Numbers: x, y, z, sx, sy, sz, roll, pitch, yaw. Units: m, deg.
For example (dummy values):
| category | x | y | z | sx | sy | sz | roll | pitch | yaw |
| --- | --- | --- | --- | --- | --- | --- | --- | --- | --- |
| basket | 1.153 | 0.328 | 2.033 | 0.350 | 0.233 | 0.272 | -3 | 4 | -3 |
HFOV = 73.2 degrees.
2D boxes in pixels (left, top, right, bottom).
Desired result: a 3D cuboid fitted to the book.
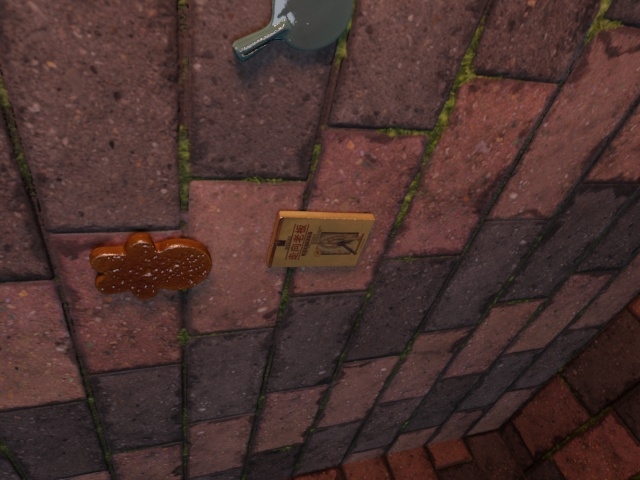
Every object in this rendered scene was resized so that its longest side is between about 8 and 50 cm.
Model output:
| category | x | y | z | sx | sy | sz | roll | pitch | yaw |
| --- | --- | --- | --- | --- | --- | --- | --- | --- | --- |
| book | 0.000 | 0.000 | 1.002 | 0.231 | 0.026 | 0.161 | 0 | 133 | -21 |

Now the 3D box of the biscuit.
| category | x | y | z | sx | sy | sz | roll | pitch | yaw |
| --- | --- | --- | --- | --- | --- | --- | --- | --- | --- |
| biscuit | -0.351 | 0.056 | 0.909 | 0.237 | 0.039 | 0.179 | -2 | 131 | -21 |

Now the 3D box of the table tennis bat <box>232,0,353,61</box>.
| category | x | y | z | sx | sy | sz | roll | pitch | yaw |
| --- | --- | --- | --- | --- | --- | --- | --- | --- | --- |
| table tennis bat | -0.044 | -0.334 | 0.653 | 0.201 | 0.033 | 0.124 | -29 | 134 | 4 |
